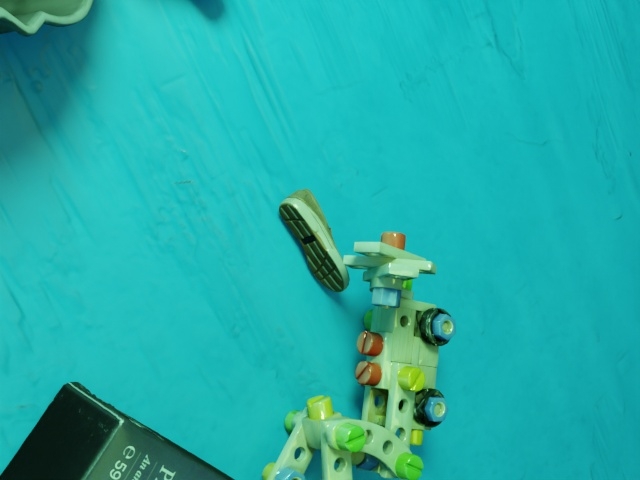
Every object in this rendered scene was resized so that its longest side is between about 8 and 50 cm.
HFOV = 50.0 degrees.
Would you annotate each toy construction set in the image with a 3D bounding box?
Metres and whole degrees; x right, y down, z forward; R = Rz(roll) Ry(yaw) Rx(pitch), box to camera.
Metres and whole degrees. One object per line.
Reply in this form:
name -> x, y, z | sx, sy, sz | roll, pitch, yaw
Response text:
toy construction set -> 0.062, 0.152, 0.819 | 0.215, 0.151, 0.327 | 13, 93, -33

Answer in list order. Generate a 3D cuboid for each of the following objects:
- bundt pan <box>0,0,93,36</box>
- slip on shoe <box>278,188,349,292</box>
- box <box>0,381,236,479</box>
bundt pan -> -0.311, -0.301, 0.511 | 0.331, 0.124, 0.330 | -12, 90, -68
slip on shoe -> 0.000, 0.000, 0.830 | 0.041, 0.051, 0.135 | -45, 107, -39
box -> -0.176, 0.339, 0.626 | 0.294, 0.183, 0.296 | 42, 68, -28
